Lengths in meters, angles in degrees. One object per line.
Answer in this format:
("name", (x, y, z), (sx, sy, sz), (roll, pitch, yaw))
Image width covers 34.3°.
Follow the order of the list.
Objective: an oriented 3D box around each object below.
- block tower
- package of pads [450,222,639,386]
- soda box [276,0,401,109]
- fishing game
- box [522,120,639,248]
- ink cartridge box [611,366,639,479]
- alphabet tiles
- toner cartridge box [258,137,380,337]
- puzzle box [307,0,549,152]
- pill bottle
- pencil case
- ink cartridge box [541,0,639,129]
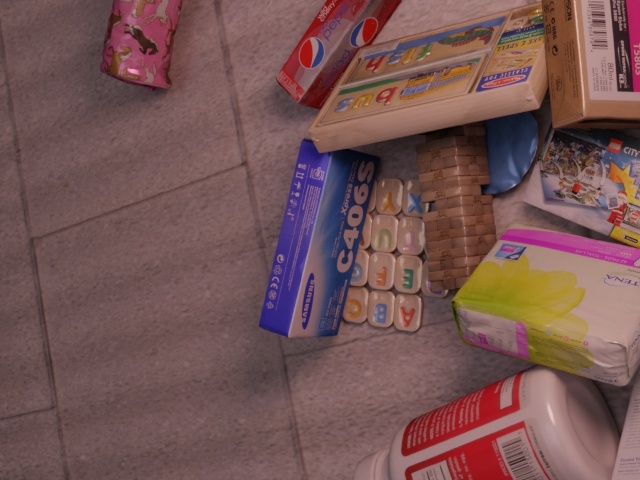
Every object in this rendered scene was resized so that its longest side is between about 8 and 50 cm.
("block tower", (0.231, -0.071, 1.761), (0.091, 0.097, 0.335), (-9, 87, 46))
("package of pads", (0.376, 0.093, 1.607), (0.296, 0.229, 0.101), (13, 134, 34))
("soda box", (0.031, -0.374, 1.932), (0.083, 0.092, 0.263), (49, 114, 27))
("fishing game", (0.297, -0.171, 1.782), (0.189, 0.041, 0.264), (37, 115, 37))
("box", (0.459, -0.096, 1.665), (0.233, 0.044, 0.159), (26, 104, 32))
("ink cartridge box", (0.565, 0.236, 1.450), (0.324, 0.071, 0.330), (-27, 36, 58))
("alphabet tiles", (0.118, 0.022, 1.911), (0.284, 0.021, 0.278), (6, 93, 34))
("toner cartridge box", (0.000, 0.000, 1.879), (0.075, 0.165, 0.348), (17, 97, 34))
("puzzle box", (0.198, -0.276, 1.732), (0.409, 0.272, 0.052), (-9, 127, 33))
("pill bottle", (0.261, 0.366, 1.681), (0.408, 0.229, 0.229), (-30, 73, 31))
("pencil case", (-0.349, -0.506, 2.149), (0.160, 0.167, 0.386), (27, 106, 54))
("ink cartridge box", (0.445, -0.291, 1.581), (0.088, 0.193, 0.234), (166, 101, -68))
